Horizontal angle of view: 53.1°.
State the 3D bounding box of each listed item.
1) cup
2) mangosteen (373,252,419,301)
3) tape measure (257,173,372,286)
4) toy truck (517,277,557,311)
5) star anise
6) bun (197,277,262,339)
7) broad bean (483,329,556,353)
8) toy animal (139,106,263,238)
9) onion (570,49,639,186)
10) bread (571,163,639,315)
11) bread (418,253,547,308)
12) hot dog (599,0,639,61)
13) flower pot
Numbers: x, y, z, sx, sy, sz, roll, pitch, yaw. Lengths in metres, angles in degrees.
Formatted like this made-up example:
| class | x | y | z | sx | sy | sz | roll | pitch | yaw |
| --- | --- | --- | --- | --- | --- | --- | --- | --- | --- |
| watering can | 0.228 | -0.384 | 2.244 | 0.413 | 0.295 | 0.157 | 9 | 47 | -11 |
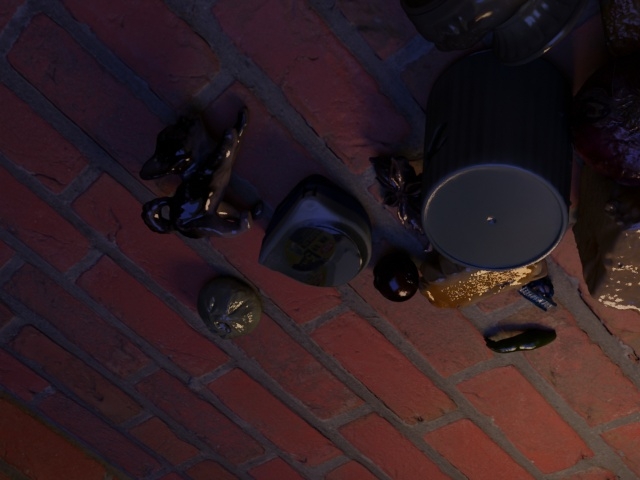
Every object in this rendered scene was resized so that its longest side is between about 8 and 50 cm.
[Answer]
| class | x | y | z | sx | sy | sz | roll | pitch | yaw |
| --- | --- | --- | --- | --- | --- | --- | --- | --- | --- |
| cup | 0.366 | -0.131 | 1.306 | 0.310 | 0.392 | 0.401 | -9 | 129 | 25 |
| mangosteen | 0.190 | 0.098 | 1.681 | 0.140 | 0.140 | 0.140 | 6 | 127 | 8 |
| tape measure | -0.002 | 0.000 | 1.633 | 0.262 | 0.138 | 0.259 | 32 | 128 | -12 |
| toy truck | 0.543 | 0.126 | 1.627 | 0.136 | 0.074 | 0.063 | 28 | 130 | -31 |
| star anise | 0.210 | -0.100 | 1.499 | 0.262 | 0.081 | 0.230 | 57 | 155 | -1 |
| bun | -0.269 | 0.203 | 1.857 | 0.195 | 0.118 | 0.195 | 8 | 125 | 11 |
| broad bean | 0.549 | 0.279 | 1.764 | 0.195 | 0.061 | 0.046 | -9 | 126 | 19 |
| toy animal | -0.314 | -0.153 | 1.555 | 0.302 | 0.194 | 0.344 | -2 | 120 | 7 |
| onion | 0.579 | -0.222 | 1.152 | 0.246 | 0.190 | 0.246 | 3 | 99 | 19 |
| bread | 0.723 | -0.035 | 1.296 | 0.371 | 0.390 | 0.279 | 1 | 121 | 10 |
| bread | 0.390 | 0.066 | 1.600 | 0.311 | 0.121 | 0.173 | -23 | 130 | 27 |
| hot dog | 0.593 | -0.450 | 1.168 | 0.153 | 0.150 | 0.257 | -6 | 126 | 29 |
| flower pot | 0.318 | -0.457 | 1.139 | 0.244 | 0.307 | 0.307 | 27 | 128 | -25 |
